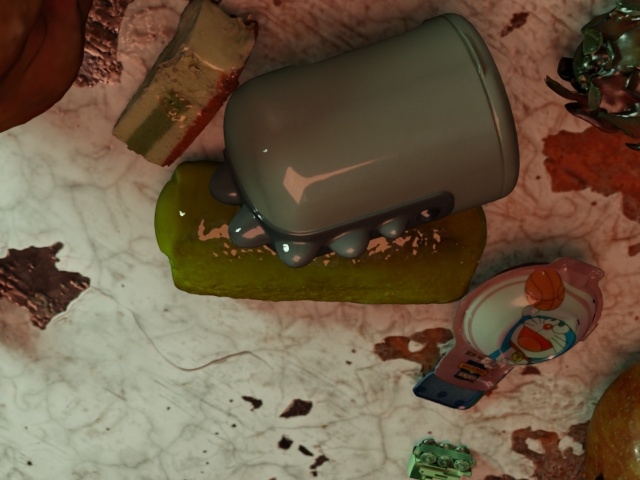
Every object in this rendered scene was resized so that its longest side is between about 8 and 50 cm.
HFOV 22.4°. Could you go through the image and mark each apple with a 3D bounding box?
[{"bbox_3d":[0.458,0.291,1.928,0.277,0.250,0.309,-26,112,13],"label":"apple"}]

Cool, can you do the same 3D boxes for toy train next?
[{"bbox_3d":[0.154,0.283,2.046,0.083,0.033,0.053,14,121,-7],"label":"toy train"}]

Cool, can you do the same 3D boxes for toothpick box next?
[{"bbox_3d":[0.037,-0.091,1.708,0.316,0.229,0.229,-19,117,-8],"label":"toothpick box"}]

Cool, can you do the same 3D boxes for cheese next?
[{"bbox_3d":[0.225,0.112,1.928,0.189,0.074,0.286,22,128,-29],"label":"cheese"}]

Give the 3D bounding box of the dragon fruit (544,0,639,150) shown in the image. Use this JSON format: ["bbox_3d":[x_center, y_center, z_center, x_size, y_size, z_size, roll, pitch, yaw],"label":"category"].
[{"bbox_3d":[0.361,-0.184,1.733,0.189,0.182,0.182,30,114,-29],"label":"dragon fruit"}]

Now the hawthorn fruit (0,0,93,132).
[{"bbox_3d":[-0.436,-0.292,1.531,0.472,0.471,0.471,0,117,0],"label":"hawthorn fruit"}]

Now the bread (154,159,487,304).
[{"bbox_3d":[0.000,0.000,1.857,0.384,0.112,0.166,3,117,-2],"label":"bread"}]

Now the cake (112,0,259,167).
[{"bbox_3d":[-0.146,-0.185,1.804,0.086,0.116,0.220,30,146,-11],"label":"cake"}]
